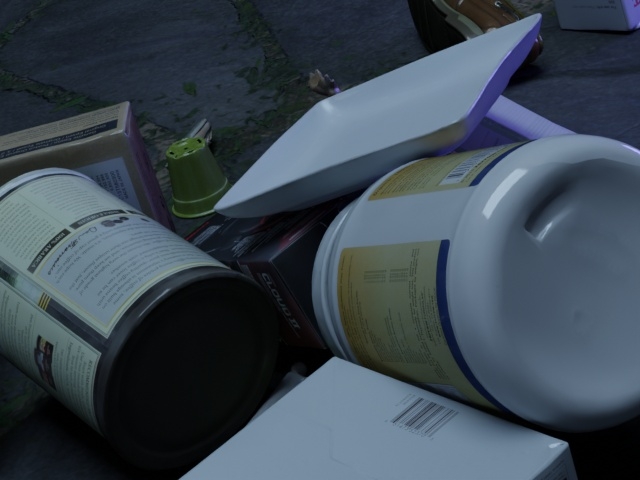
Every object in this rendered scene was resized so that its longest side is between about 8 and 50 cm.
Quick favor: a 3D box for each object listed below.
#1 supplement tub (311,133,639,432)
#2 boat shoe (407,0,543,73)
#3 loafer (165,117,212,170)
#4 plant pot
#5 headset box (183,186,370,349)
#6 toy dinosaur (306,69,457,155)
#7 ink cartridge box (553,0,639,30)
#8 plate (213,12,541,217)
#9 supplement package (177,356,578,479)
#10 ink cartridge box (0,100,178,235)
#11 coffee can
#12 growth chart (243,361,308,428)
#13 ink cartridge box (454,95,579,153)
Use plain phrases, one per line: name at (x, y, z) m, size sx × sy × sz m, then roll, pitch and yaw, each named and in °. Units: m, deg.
supplement tub at (0.143, 0.037, 1.372) m, size 0.228 × 0.228 × 0.316 m, roll -30°, pitch 10°, yaw -22°
boat shoe at (0.199, -0.294, 2.197) m, size 0.104 × 0.110 × 0.307 m, roll -18°, pitch 37°, yaw -9°
loafer at (-0.165, -0.115, 2.150) m, size 0.045 × 0.039 × 0.125 m, roll -41°, pitch 11°, yaw 32°
plant pot at (-0.154, -0.081, 2.029) m, size 0.083 × 0.079 × 0.083 m, roll -14°, pitch 29°, yaw 8°
headset box at (0.000, 0.000, 1.660) m, size 0.218 × 0.110 × 0.293 m, roll -39°, pitch 17°, yaw -24°
toy dinosaur at (0.108, -0.117, 1.911) m, size 0.296 × 0.127 × 0.200 m, roll 24°, pitch 21°, yaw 35°
ink cartridge box at (0.378, -0.443, 2.157) m, size 0.121 × 0.289 × 0.211 m, roll 8°, pitch 37°, yaw 45°
plate at (0.065, -0.110, 1.586) m, size 0.277 × 0.045 × 0.278 m, roll -18°, pitch 18°, yaw 31°
supplement package at (0.047, 0.230, 1.277) m, size 0.204 × 0.145 × 0.262 m, roll -36°, pitch 33°, yaw -30°
ink cartridge box at (-0.262, -0.011, 1.797) m, size 0.193 × 0.234 × 0.088 m, roll -16°, pitch 27°, yaw 5°
coffee can at (-0.202, 0.069, 1.601) m, size 0.201 × 0.201 × 0.275 m, roll -33°, pitch 42°, yaw -27°
growth chart at (0.037, 0.163, 1.541) m, size 0.237 × 0.021 × 0.172 m, roll -4°, pitch 32°, yaw 26°
ink cartridge box at (0.232, -0.095, 1.749) m, size 0.235 × 0.056 × 0.171 m, roll 28°, pitch 16°, yaw 7°
